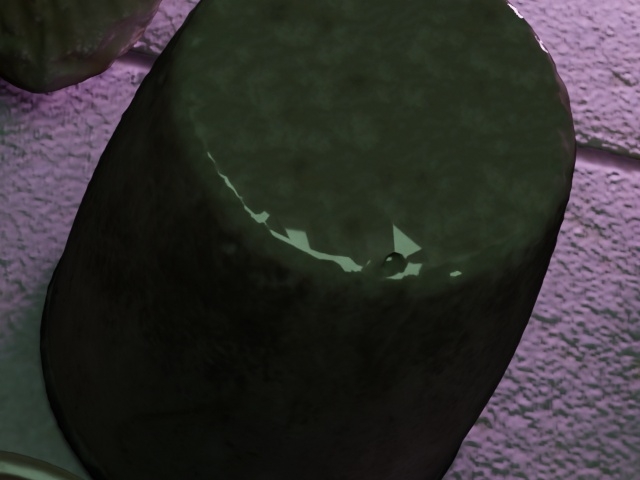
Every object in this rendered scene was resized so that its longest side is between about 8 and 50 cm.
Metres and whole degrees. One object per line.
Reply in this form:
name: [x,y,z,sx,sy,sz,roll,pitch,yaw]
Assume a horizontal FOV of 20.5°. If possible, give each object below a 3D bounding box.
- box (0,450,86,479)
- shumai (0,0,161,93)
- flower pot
box: [-0.189,0.286,0.903,0.301,0.216,0.301,7,59,-12]
shumai: [-0.211,-0.274,1.239,0.267,0.262,0.314,-14,108,5]
flower pot: [0.000,0.000,1.038,0.293,0.330,0.294,7,61,-13]
